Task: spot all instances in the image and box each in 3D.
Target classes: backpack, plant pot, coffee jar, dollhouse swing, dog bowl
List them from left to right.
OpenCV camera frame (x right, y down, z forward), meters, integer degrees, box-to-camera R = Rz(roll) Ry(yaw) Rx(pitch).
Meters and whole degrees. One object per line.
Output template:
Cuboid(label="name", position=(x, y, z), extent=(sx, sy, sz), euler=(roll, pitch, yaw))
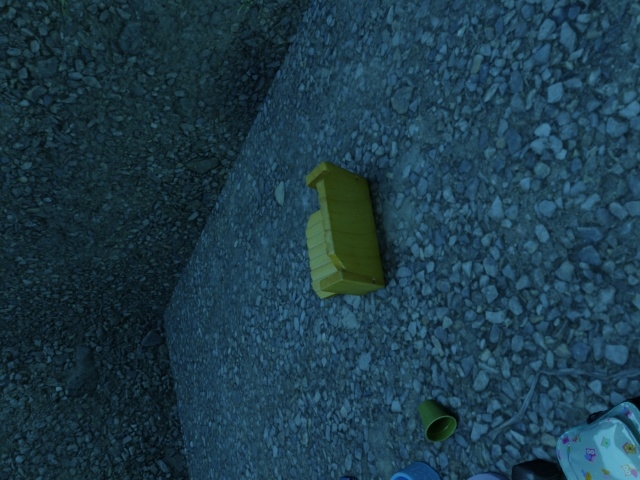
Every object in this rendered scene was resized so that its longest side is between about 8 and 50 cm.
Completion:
Cuboid(label="dollhouse swing", position=(0.000, 0.000, 1.617), extent=(0.304, 0.315, 0.347), euler=(-19, 70, 34))
Cuboid(label="dog bowl", position=(0.240, 0.720, 1.344), extent=(0.166, 0.074, 0.298), euler=(-9, 80, 57))
Cuboid(label="plant pot", position=(0.280, 0.436, 1.315), extent=(0.079, 0.083, 0.083), euler=(-122, 46, -58))
Cuboid(label="coffee jar", position=(0.423, 0.532, 1.053), extent=(0.079, 0.096, 0.185), euler=(0, 86, 55))
Cuboid(label="backpack", position=(0.503, 0.375, 0.904), extent=(0.188, 0.144, 0.166), euler=(-55, 49, 43))

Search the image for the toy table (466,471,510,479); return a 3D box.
Cuboid(label="toy table", position=(0.311, 0.641, 1.162), extent=(0.252, 0.160, 0.275), euler=(27, 109, 55))

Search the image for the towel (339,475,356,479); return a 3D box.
Cuboid(label="towel", position=(0.088, 0.779, 1.617), extent=(0.067, 0.029, 0.120), euler=(-27, 65, 53))
